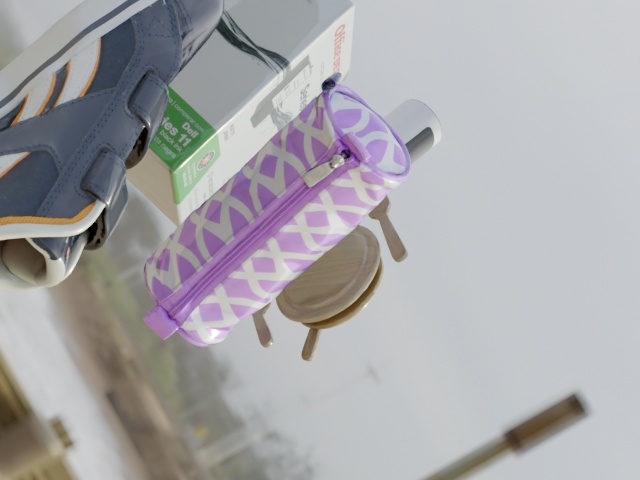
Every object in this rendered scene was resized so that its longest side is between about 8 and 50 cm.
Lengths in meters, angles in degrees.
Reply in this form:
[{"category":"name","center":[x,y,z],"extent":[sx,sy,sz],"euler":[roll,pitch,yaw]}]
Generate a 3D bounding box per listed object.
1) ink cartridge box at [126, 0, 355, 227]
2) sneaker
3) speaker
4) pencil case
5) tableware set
[{"category":"ink cartridge box","center":[-0.072,-0.126,1.611],"extent":[0.087,0.208,0.153],"euler":[43,-14,12]},{"category":"sneaker","center":[-0.165,-0.053,1.245],"extent":[0.127,0.321,0.126],"euler":[47,-21,10]},{"category":"speaker","center":[0.055,-0.081,1.906],"extent":[0.055,0.136,0.055],"euler":[32,-37,28]},{"category":"pencil case","center":[-0.030,-0.014,1.315],"extent":[0.086,0.206,0.088],"euler":[42,25,-10]},{"category":"tableware set","center":[0.000,0.000,1.430],"extent":[0.039,0.128,0.194],"euler":[49,14,-36]}]
